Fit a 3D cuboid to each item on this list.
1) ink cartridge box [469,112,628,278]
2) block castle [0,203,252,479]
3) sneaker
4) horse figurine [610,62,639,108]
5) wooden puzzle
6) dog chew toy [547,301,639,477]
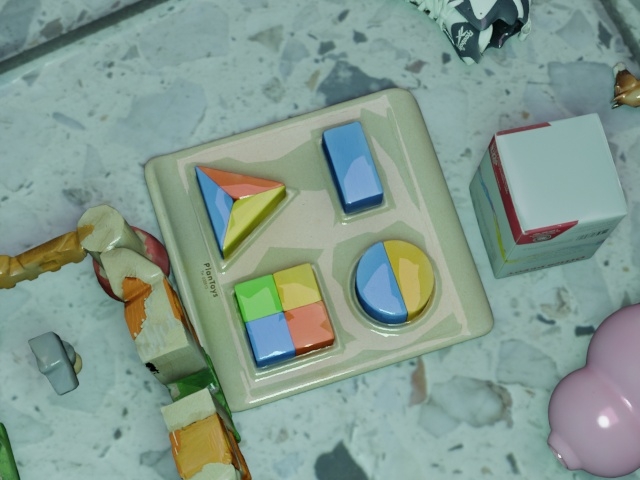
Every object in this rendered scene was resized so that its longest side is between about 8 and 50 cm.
[{"bbox_3d":[0.259,-0.048,1.837,0.128,0.176,0.127,-12,73,-9],"label":"ink cartridge box"},{"bbox_3d":[-0.248,0.213,1.702,0.303,0.213,0.453,-22,70,1],"label":"block castle"},{"bbox_3d":[0.153,-0.286,1.937,0.235,0.094,0.153,2,65,-15],"label":"sneaker"},{"bbox_3d":[0.492,-0.245,1.973,0.263,0.066,0.174,3,68,-2],"label":"horse figurine"},{"bbox_3d":[0.000,0.000,1.848,0.348,0.080,0.322,-16,76,-10],"label":"wooden puzzle"},{"bbox_3d":[0.397,0.143,1.790,0.332,0.206,0.206,-37,80,-5],"label":"dog chew toy"}]
